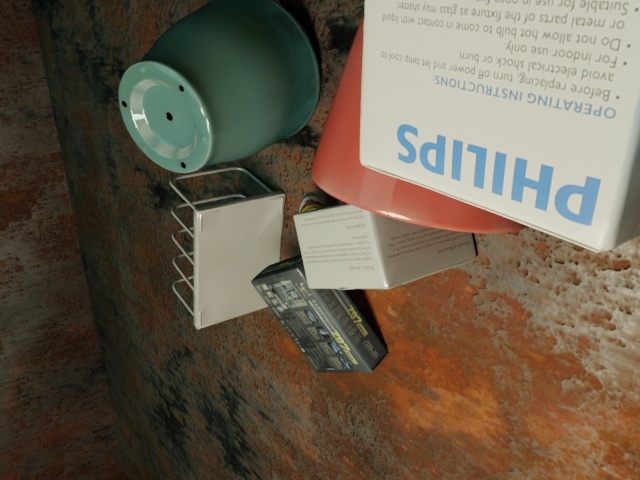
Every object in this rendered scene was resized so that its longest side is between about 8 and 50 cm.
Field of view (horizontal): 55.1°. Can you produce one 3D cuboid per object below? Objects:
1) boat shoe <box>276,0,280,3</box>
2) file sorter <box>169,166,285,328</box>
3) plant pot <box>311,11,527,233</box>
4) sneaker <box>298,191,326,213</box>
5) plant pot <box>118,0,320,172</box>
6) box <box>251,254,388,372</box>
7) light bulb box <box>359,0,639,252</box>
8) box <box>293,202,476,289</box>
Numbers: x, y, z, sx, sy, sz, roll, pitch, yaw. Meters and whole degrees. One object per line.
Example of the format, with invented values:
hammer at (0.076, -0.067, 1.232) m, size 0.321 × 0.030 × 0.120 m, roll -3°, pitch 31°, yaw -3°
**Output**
boat shoe at (-0.152, -0.503, 1.035) m, size 0.127 × 0.158 × 0.341 m, roll 41°, pitch 134°, yaw 38°
file sorter at (-0.209, 0.007, 1.304) m, size 0.173 × 0.193 × 0.278 m, roll 39°, pitch 133°, yaw 43°
plant pot at (0.140, -0.167, 0.700) m, size 0.275 × 0.275 × 0.243 m, roll 32°, pitch 118°, yaw 44°
sneaker at (0.000, 0.000, 1.125) m, size 0.084 × 0.069 × 0.185 m, roll -98°, pitch 1°, yaw -55°
plant pot at (-0.177, -0.243, 1.015) m, size 0.271 × 0.255 × 0.272 m, roll 18°, pitch 130°, yaw 22°
box at (-0.006, 0.138, 1.123) m, size 0.233 × 0.059 × 0.183 m, roll 54°, pitch 149°, yaw -10°
light bulb box at (0.233, -0.227, 0.432) m, size 0.225 × 0.358 × 0.361 m, roll 30°, pitch 128°, yaw 47°
box at (0.090, -0.006, 0.882) m, size 0.181 × 0.182 × 0.119 m, roll -7°, pitch 96°, yaw 55°
